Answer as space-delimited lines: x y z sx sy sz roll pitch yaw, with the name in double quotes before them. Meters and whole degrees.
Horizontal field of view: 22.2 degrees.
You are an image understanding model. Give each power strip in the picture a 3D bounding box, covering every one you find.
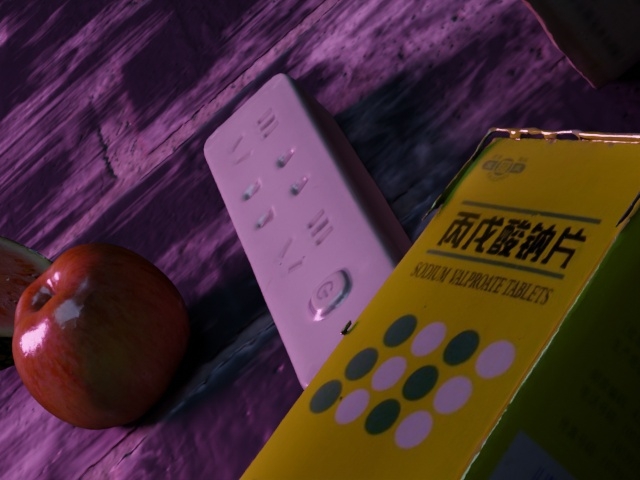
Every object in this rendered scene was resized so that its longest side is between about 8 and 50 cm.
"power strip" 0.000 0.000 1.046 0.091 0.062 0.385 -43 28 9

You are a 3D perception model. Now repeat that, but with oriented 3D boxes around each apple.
"apple" -0.151 0.064 1.114 0.126 0.102 0.126 -31 33 23

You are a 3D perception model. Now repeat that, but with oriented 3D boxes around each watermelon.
"watermelon" -0.251 0.060 1.287 0.163 0.087 0.069 -104 33 -59

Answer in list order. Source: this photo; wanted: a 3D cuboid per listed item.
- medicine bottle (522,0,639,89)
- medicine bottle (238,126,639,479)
"medicine bottle" 0.245 -0.302 0.943 0.406 0.236 0.236 -40 29 11
"medicine bottle" 0.096 0.081 0.745 0.250 0.141 0.137 -53 27 -16
